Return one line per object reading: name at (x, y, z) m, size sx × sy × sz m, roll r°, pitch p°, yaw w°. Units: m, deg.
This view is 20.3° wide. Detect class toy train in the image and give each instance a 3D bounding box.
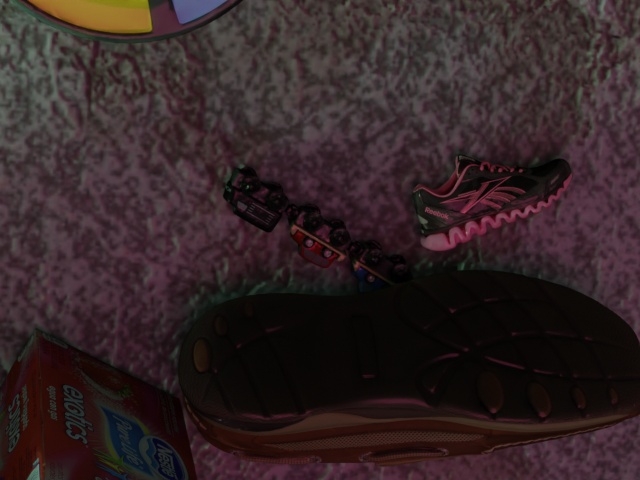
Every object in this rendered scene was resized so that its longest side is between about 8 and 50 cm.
toy train at (0.000, 0.000, 1.249) m, size 0.158 × 0.027 × 0.036 m, roll 30°, pitch 103°, yaw -18°

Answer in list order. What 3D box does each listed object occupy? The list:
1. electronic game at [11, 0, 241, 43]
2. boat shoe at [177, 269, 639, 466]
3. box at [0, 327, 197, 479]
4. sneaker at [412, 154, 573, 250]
electronic game at (-0.123, -0.238, 1.135) m, size 0.229 × 0.048 × 0.229 m, roll -3°, pitch 109°, yaw -9°
boat shoe at (0.061, 0.098, 1.254) m, size 0.324 × 0.123 × 0.120 m, roll 2°, pitch 148°, yaw -6°
box at (-0.160, 0.177, 1.155) m, size 0.122 × 0.257 × 0.128 m, roll 29°, pitch 102°, yaw -18°
sneaker at (0.118, -0.038, 1.254) m, size 0.119 × 0.047 × 0.057 m, roll -23°, pitch 100°, yaw -4°
